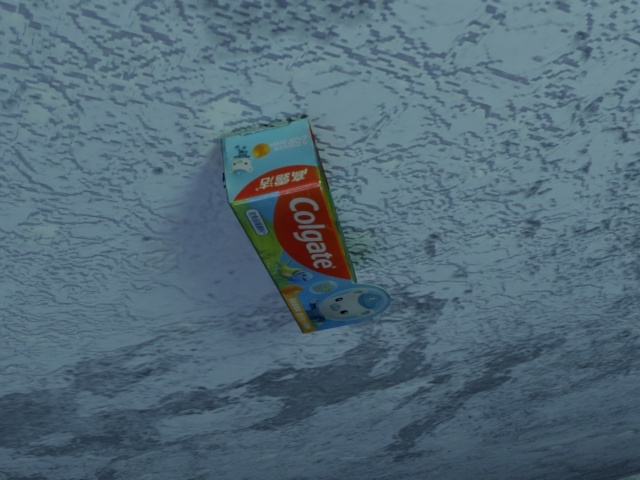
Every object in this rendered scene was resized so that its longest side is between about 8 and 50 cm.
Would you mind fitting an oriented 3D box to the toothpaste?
[{"bbox_3d":[0.000,0.000,0.424,0.070,0.044,0.193,-13,151,4],"label":"toothpaste"}]
